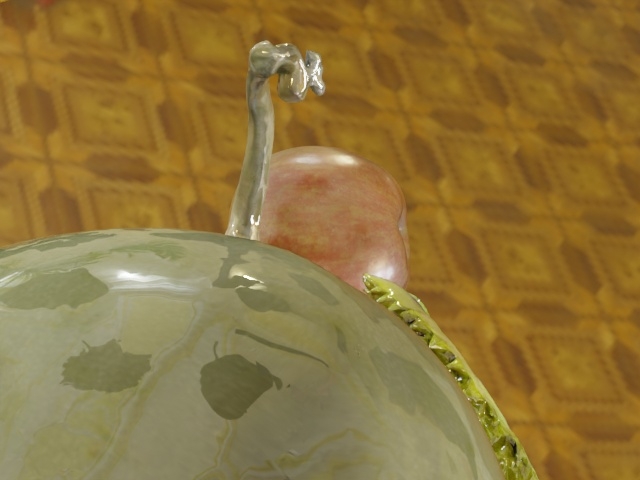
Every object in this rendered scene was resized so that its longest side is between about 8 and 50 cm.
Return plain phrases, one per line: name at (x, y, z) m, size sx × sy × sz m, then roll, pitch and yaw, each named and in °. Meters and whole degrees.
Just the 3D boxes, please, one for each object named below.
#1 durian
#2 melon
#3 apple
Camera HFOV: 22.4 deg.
durian at (0.114, 0.192, 1.141) m, size 0.157 × 0.355 × 0.169 m, roll -3°, pitch 46°, yaw 19°
melon at (-0.065, 0.135, 0.494) m, size 0.272 × 0.272 × 0.308 m, roll 32°, pitch 54°, yaw 3°
apple at (0.000, 0.000, 1.586) m, size 0.174 × 0.188 × 0.188 m, roll -4°, pitch 41°, yaw 7°
